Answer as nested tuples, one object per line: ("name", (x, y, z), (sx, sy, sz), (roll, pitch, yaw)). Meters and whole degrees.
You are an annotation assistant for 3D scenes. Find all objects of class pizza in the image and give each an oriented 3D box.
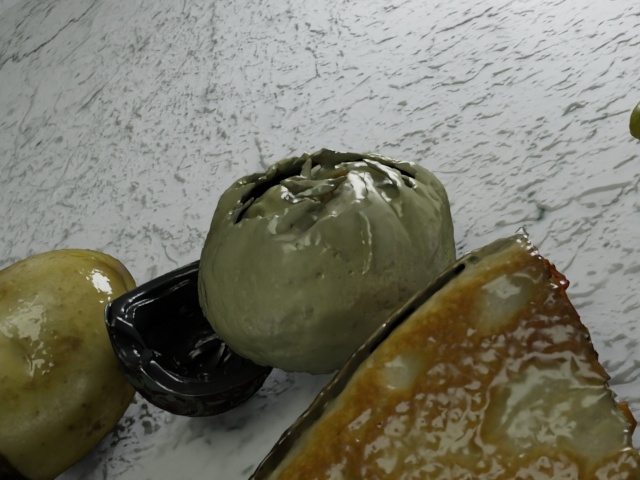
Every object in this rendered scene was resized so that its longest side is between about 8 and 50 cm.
("pizza", (0.119, 0.223, 0.680), (0.406, 0.130, 0.440), (29, 75, 41))

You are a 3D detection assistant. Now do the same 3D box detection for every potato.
("potato", (-0.292, 0.116, 1.145), (0.242, 0.242, 0.285), (-44, 16, -2))

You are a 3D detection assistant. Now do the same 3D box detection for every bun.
("bun", (0.000, 0.000, 0.962), (0.259, 0.152, 0.259), (-10, 32, 6))

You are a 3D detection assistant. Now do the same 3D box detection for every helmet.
("helmet", (-0.128, 0.115, 1.053), (0.153, 0.107, 0.177), (-25, 54, -33))

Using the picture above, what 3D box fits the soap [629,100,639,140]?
("soap", (0.331, -0.136, 0.928), (0.089, 0.045, 0.140), (8, 56, 47))
